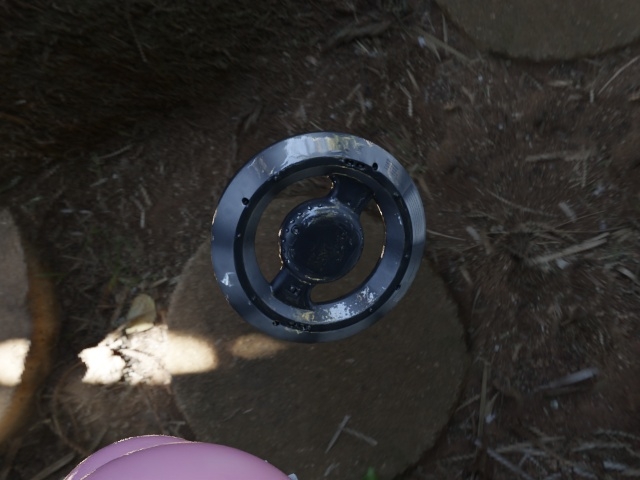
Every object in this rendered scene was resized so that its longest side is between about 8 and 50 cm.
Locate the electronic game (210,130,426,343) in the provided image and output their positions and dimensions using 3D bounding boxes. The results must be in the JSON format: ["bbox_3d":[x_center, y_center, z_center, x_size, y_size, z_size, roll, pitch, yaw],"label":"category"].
[{"bbox_3d":[0.000,0.000,0.855,0.229,0.048,0.229,-4,108,-12],"label":"electronic game"}]

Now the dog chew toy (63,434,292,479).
[{"bbox_3d":[-0.063,0.195,0.404,0.206,0.332,0.207,-3,98,-22],"label":"dog chew toy"}]

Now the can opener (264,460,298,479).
[{"bbox_3d":[-0.007,0.290,0.614,0.095,0.076,0.283,-22,44,-11],"label":"can opener"}]
